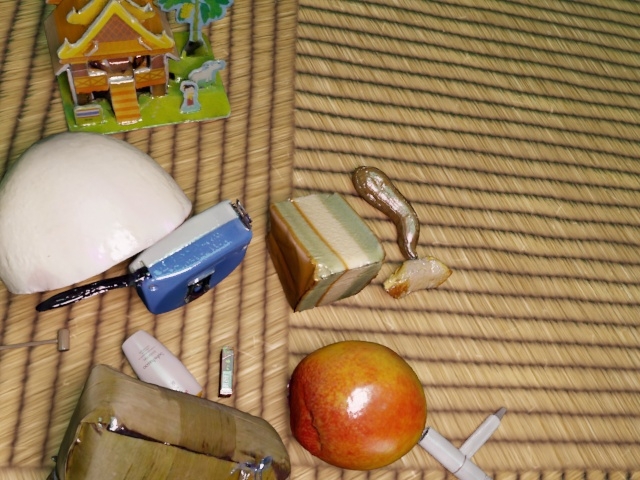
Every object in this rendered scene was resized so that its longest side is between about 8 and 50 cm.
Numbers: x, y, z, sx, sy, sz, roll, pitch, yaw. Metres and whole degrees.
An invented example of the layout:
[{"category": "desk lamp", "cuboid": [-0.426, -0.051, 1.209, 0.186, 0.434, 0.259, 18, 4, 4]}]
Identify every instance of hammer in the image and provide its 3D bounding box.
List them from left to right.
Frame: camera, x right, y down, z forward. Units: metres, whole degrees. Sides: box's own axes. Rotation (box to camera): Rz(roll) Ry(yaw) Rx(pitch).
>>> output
[{"category": "hammer", "cuboid": [-0.485, 0.176, 0.999, 0.110, 0.019, 0.036, -5, 69, -14]}]

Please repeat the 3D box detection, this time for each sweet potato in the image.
[{"category": "sweet potato", "cuboid": [0.150, -0.067, 1.248, 0.081, 0.062, 0.233, -34, 83, -9]}]

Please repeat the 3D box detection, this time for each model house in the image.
[{"category": "model house", "cuboid": [-0.326, -0.382, 1.113, 0.357, 0.313, 0.243, -11, 74, -20]}]

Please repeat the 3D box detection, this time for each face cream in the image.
[{"category": "face cream", "cuboid": [-0.267, 0.235, 1.013, 0.072, 0.051, 0.182, -39, 83, -25]}]

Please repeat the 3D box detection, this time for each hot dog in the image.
[{"category": "hot dog", "cuboid": [0.187, 0.071, 1.195, 0.168, 0.078, 0.061, -10, 40, -30]}]

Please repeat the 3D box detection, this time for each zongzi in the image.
[{"category": "zongzi", "cuboid": [-0.258, 0.416, 0.908, 0.355, 0.174, 0.393, 25, 97, -27]}]

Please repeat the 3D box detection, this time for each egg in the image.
[{"category": "egg", "cuboid": [-0.392, -0.068, 0.940, 0.337, 0.337, 0.201, -34, 114, -24]}]

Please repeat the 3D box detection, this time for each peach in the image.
[{"category": "peach", "cuboid": [0.058, 0.273, 0.991, 0.230, 0.231, 0.231, 5, 67, -13]}]

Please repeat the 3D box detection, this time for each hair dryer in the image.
[{"category": "hair dryer", "cuboid": [0.289, 0.362, 1.121, 0.154, 0.044, 0.183, 40, 59, 2]}]

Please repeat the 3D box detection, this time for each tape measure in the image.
[{"category": "tape measure", "cuboid": [-0.278, 0.069, 0.986, 0.351, 0.215, 0.098, -30, 78, -24]}]

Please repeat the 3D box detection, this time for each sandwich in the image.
[{"category": "sandwich", "cuboid": [0.000, 0.000, 1.084, 0.155, 0.227, 0.199, -14, 73, -20]}]

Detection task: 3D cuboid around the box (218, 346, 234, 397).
[{"category": "box", "cuboid": [-0.167, 0.233, 1.040, 0.023, 0.051, 0.082, 5, 68, -14]}]
